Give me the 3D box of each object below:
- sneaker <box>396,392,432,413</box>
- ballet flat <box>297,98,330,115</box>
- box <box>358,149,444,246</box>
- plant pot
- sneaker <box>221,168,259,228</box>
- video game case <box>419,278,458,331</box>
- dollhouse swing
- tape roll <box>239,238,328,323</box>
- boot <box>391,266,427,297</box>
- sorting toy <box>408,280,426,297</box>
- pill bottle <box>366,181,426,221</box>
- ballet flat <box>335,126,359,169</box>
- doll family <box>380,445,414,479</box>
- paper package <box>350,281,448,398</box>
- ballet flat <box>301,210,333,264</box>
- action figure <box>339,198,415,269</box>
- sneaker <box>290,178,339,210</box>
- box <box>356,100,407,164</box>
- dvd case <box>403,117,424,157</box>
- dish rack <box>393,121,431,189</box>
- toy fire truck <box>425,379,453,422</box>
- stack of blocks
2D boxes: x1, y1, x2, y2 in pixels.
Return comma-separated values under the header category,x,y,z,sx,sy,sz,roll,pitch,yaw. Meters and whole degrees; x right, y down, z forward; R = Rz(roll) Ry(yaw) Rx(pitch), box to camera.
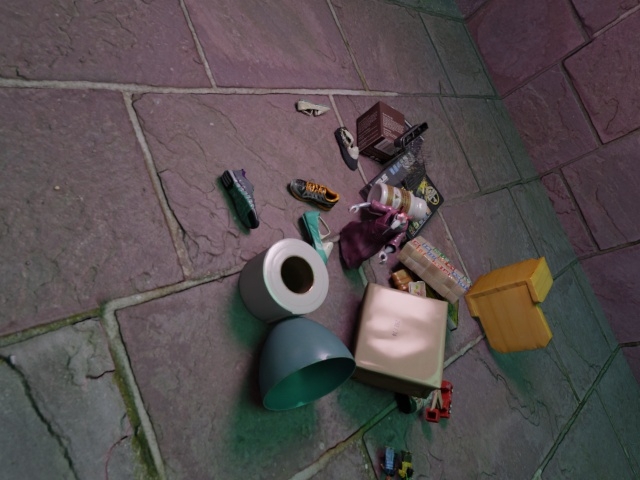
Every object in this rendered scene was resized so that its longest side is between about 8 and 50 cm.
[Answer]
category,x,y,z,sx,sy,sz,roll,pitch,yaw
sneaker,0.348,0.512,1.602,0.144,0.090,0.271,-1,75,-39
ballet flat,-0.032,-0.571,1.809,0.168,0.057,0.053,2,97,-34
box,0.392,-0.207,1.944,0.318,0.097,0.395,52,50,-5
plant pot,-0.064,0.348,1.252,0.289,0.290,0.196,4,43,-37
sneaker,-0.247,-0.150,1.429,0.098,0.083,0.224,-24,86,-47
video game case,0.530,0.232,1.842,0.248,0.035,0.275,55,26,-5
dollhouse swing,0.935,0.311,1.975,0.315,0.346,0.305,-33,91,-42
tape roll,-0.118,0.133,1.347,0.245,0.169,0.247,17,61,-32
boot,0.357,0.232,1.714,0.283,0.109,0.220,-26,89,-44
sorting toy,0.385,0.201,1.671,0.075,0.045,0.084,24,49,-22
pill bottle,0.320,-0.151,1.727,0.229,0.131,0.131,13,63,-23
ballet flat,0.127,-0.416,1.845,0.074,0.074,0.203,-18,83,-41
doll family,0.267,0.782,1.434,0.192,0.076,0.112,24,62,-23
paper package,0.277,0.352,1.479,0.308,0.168,0.325,13,57,5
ballet flat,0.000,0.000,1.542,0.087,0.083,0.248,-16,75,0
action figure,0.231,-0.022,1.551,0.275,0.370,0.249,-6,73,-38
sneaker,-0.020,-0.192,1.623,0.214,0.083,0.084,20,61,-29
box,0.284,-0.497,1.938,0.168,0.167,0.204,18,61,-32
dvd case,0.466,-0.530,2.196,0.164,0.018,0.221,39,52,-17
dish rack,0.426,-0.371,1.868,0.208,0.074,0.272,-39,122,-32
toy fire truck,0.474,0.637,1.647,0.135,0.047,0.192,49,47,-35
stack of blocks,0.481,0.117,1.742,0.297,0.087,0.171,42,28,18
